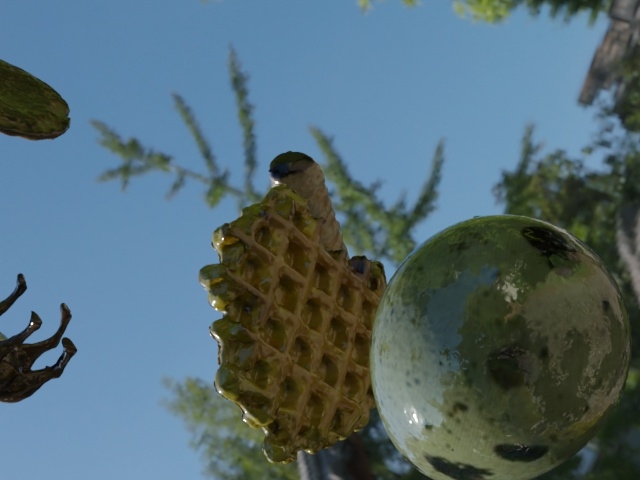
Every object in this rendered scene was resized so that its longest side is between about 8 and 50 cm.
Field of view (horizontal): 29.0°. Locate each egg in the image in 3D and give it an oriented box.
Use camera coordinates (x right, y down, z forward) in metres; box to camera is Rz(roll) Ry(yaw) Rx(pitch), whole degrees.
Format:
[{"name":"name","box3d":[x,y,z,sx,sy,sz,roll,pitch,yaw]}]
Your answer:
[{"name":"egg","box3d":[0.118,0.086,0.870,0.177,0.177,0.228,-43,-18,-45]}]

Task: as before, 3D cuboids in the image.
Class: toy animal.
[{"name":"toy animal","box3d":[-0.341,0.115,1.178,0.186,0.093,0.214,-31,-31,5]}]

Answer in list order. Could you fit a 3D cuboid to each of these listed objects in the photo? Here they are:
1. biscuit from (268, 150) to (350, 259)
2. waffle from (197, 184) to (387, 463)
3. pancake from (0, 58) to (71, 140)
[{"name":"biscuit","box3d":[0.000,0.000,1.344,0.061,0.055,0.219,-36,-54,-26]},{"name":"waffle","box3d":[-0.013,0.074,1.209,0.291,0.051,0.291,13,-107,-48]},{"name":"pancake","box3d":[-0.346,-0.157,1.276,0.199,0.199,0.021,-15,-43,-62]}]
